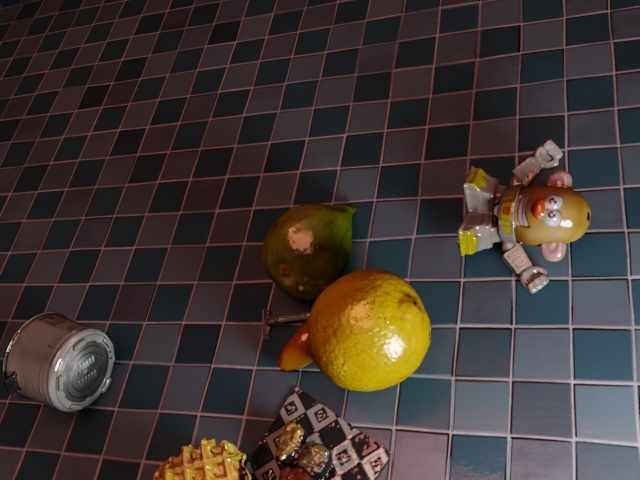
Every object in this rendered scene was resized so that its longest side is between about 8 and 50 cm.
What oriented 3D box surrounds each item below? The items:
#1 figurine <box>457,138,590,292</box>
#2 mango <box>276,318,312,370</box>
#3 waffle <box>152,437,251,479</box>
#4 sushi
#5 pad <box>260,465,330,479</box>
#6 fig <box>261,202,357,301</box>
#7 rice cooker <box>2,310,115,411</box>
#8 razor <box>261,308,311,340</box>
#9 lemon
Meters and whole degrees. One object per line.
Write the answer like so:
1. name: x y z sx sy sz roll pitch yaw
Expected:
1. figurine: 0.482 -0.062 1.586 0.285 0.342 0.167 7 17 28
2. mango: -0.037 0.259 1.638 0.084 0.105 0.159 37 89 10
3. waffle: -0.249 0.603 1.467 0.312 0.060 0.307 43 88 15
4. sushi: -0.037 0.501 1.494 0.294 0.059 0.292 24 69 34
5. pad: -0.052 0.551 1.506 0.157 0.003 0.112 -26 52 4
6. fig: -0.029 0.006 1.759 0.233 0.233 0.314 -11 27 15
7. rice cooker: -0.693 0.319 1.780 0.227 0.241 0.280 12 30 24
8. razor: -0.051 0.196 1.722 0.211 0.036 0.084 -12 56 15
9. lemon: 0.107 0.199 1.508 0.293 0.293 0.293 -11 55 16
